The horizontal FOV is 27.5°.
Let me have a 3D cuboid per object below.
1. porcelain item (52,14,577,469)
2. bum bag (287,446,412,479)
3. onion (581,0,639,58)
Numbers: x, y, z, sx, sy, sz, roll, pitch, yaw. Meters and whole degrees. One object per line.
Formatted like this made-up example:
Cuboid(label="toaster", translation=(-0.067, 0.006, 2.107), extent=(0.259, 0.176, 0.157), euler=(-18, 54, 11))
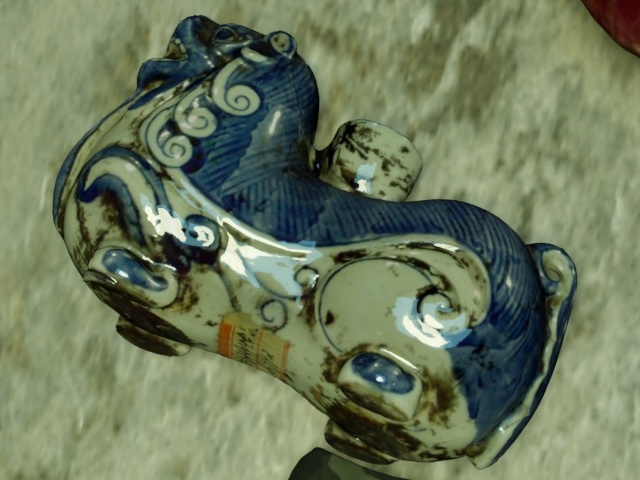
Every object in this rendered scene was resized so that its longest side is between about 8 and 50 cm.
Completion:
Cuboid(label="porcelain item", translation=(0.000, 0.000, 0.718), extent=(0.288, 0.138, 0.186), euler=(24, 69, 11))
Cuboid(label="bum bag", translation=(-0.050, 0.261, 0.699), extent=(0.340, 0.095, 0.144), euler=(-48, 60, -2))
Cuboid(label="onion", translation=(0.238, -0.202, 0.684), extent=(0.247, 0.190, 0.246), euler=(0, 66, -1))
